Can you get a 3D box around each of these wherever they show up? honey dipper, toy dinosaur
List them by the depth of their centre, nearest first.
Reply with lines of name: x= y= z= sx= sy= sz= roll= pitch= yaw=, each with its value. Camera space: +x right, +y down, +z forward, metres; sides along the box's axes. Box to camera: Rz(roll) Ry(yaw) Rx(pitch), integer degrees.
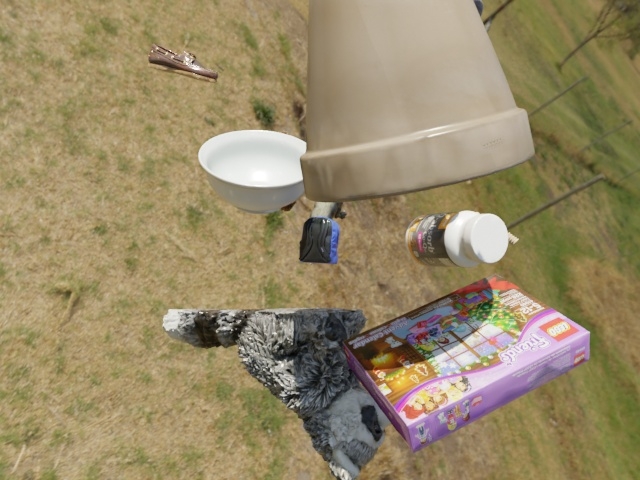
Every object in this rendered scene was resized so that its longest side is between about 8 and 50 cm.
toy dinosaur: x=0.011 y=-0.079 z=1.589 sx=0.121 sy=0.160 sz=0.313 roll=27 pitch=69 yaw=19
honey dipper: x=0.567 y=-0.042 z=1.688 sx=0.161 sy=0.030 sz=0.030 roll=41 pitch=34 yaw=19

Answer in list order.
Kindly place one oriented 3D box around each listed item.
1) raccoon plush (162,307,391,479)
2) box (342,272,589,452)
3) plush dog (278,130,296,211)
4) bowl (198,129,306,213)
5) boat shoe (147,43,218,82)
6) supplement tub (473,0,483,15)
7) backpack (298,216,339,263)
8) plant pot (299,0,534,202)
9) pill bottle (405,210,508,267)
raccoon plush: x=-0.076 y=0.280 z=0.991 sx=0.216 sy=0.446 sz=0.299 roll=11 pitch=78 yaw=-65
box: x=0.206 y=0.162 z=0.770 sx=0.201 sy=0.293 sz=0.057 roll=-136 pitch=-152 yaw=-58
plush dog: x=-0.137 y=-0.225 z=1.631 sx=0.225 sy=0.210 sz=0.262 roll=44 pitch=46 yaw=4
bowl: x=-0.158 y=-0.159 z=1.320 sx=0.298 sy=0.134 sz=0.298 roll=5 pitch=36 yaw=-4
boat shoe: x=-0.380 y=-0.491 z=1.443 sx=0.207 sy=0.073 sz=0.073 roll=16 pitch=10 yaw=3
supplement tub: x=0.274 y=-0.548 z=1.155 sx=0.106 sy=0.106 sz=0.198 roll=8 pitch=42 yaw=-43
backpack: x=0.000 y=0.000 z=1.351 sx=0.101 sy=0.098 sz=0.120 roll=13 pitch=79 yaw=-71
plant pot: x=0.106 y=-0.224 z=0.716 sx=0.323 sy=0.323 sz=0.280 roll=-30 pitch=112 yaw=-53
pill bottle: x=0.382 y=-0.003 z=1.484 sx=0.162 sy=0.278 sz=0.162 roll=1 pitch=88 yaw=-26
